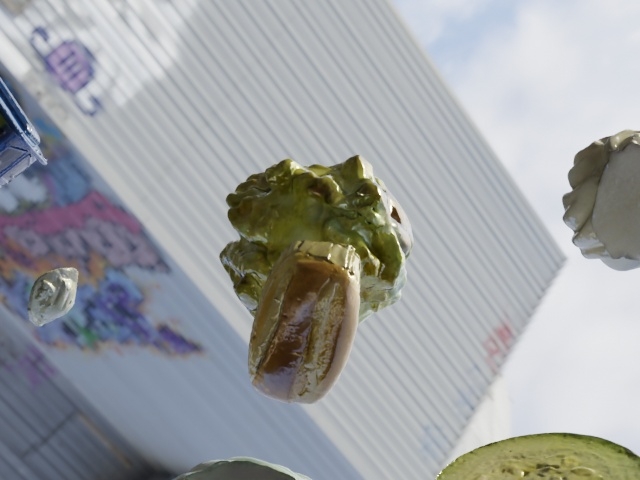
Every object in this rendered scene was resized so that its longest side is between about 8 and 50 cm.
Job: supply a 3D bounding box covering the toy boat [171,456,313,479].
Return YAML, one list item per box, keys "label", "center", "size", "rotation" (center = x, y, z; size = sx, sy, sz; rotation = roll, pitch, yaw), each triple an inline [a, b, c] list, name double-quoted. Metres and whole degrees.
- label: "toy boat"
  center: [-0.100, 0.353, 1.821]
  size: [0.290, 0.100, 0.199]
  rotation: [-3, -126, 15]

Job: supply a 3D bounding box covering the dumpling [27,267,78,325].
- label: "dumpling"
  center: [-0.344, 0.071, 1.834]
  size: [0.076, 0.052, 0.057]
  rotation: [-28, 167, 13]

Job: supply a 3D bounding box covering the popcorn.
- label: "popcorn"
  center: [-0.017, 0.003, 2.206]
  size: [0.312, 0.312, 0.312]
  rotation: [-29, -151, 18]

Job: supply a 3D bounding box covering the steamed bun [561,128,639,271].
- label: "steamed bun"
  center: [0.377, -0.054, 1.760]
  size: [0.183, 0.183, 0.106]
  rotation: [-44, -163, -10]

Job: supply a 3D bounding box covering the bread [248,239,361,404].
- label: "bread"
  center: [-0.022, 0.117, 1.967]
  size: [0.106, 0.140, 0.236]
  rotation: [-83, -173, -62]

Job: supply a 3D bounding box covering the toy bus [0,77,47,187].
- label: "toy bus"
  center: [-0.539, -0.194, 2.049]
  size: [0.175, 0.288, 0.138]
  rotation: [-35, 167, -5]

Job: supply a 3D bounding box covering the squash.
- label: "squash"
  center: [0.243, 0.281, 1.570]
  size: [0.252, 0.049, 0.252]
  rotation: [-5, -161, 2]
